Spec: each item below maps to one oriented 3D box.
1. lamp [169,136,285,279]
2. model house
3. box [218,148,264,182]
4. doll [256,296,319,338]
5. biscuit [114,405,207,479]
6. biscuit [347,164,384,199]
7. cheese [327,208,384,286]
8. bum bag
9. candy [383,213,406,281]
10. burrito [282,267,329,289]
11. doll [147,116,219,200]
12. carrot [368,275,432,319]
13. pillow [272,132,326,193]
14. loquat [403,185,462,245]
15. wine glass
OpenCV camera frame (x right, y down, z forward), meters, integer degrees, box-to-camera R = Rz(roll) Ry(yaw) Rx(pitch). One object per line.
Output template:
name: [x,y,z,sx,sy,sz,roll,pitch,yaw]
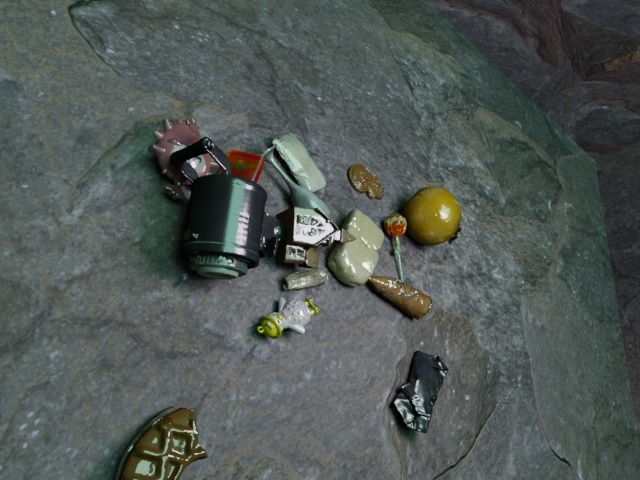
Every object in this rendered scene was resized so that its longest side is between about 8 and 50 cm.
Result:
lamp: [-0.261,-0.038,1.260,0.374,0.205,0.272,43,52,-34]
model house: [0.000,0.000,1.470,0.248,0.181,0.176,7,81,-23]
box: [-0.247,-0.191,1.442,0.112,0.048,0.175,12,56,7]
doll: [-0.097,0.222,1.371,0.207,0.081,0.129,-19,62,-40]
biscuit: [-0.290,0.566,1.028,0.366,0.115,0.268,52,48,-3]
biscuit: [0.178,-0.225,1.841,0.175,0.026,0.124,31,53,-23]
cheese: [0.122,0.029,1.629,0.159,0.093,0.263,34,53,-17]
bum bag: [0.335,0.485,1.585,0.137,0.074,0.310,40,42,1]
candy: [0.287,0.039,1.783,0.078,0.084,0.288,2,77,-34]
burrito: [-0.041,0.118,1.489,0.188,0.045,0.058,-7,98,-42]
doll: [-0.385,-0.235,1.356,0.211,0.093,0.262,31,56,-36]
carrot: [0.266,0.185,1.669,0.263,0.102,0.102,29,54,-20]
pillow: [-0.071,-0.265,1.649,0.229,0.051,0.128,55,40,-4]
loquat: [0.439,-0.090,1.848,0.243,0.244,0.244,17,59,-31]
wine glass: [-0.040,-0.187,1.490,0.309,0.264,0.096,50,57,-8]
